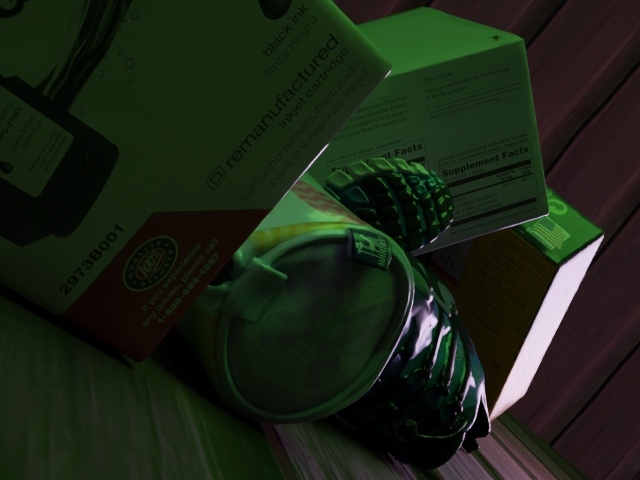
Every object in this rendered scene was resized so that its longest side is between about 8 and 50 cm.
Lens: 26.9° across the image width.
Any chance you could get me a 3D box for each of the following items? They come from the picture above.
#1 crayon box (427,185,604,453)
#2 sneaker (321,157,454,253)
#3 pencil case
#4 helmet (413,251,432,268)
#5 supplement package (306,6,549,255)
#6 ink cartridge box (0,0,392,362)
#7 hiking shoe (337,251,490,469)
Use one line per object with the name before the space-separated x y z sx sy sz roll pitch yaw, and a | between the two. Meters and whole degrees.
crayon box | 0.143 0.050 1.368 0.202 0.081 0.318 42 -38 22
sneaker | 0.000 0.000 0.929 0.083 0.190 0.071 112 -41 -72
pencil case | -0.063 -0.010 0.742 0.124 0.113 0.273 15 17 -35
helmet | 0.029 0.019 1.235 0.169 0.162 0.169 5 -29 3
supplement package | 0.012 -0.076 1.062 0.204 0.261 0.145 -137 -146 -66
ink cartridge box | -0.110 -0.082 0.515 0.100 0.172 0.237 42 2 43
hiking shoe | 0.057 0.089 0.906 0.132 0.113 0.304 62 17 13
